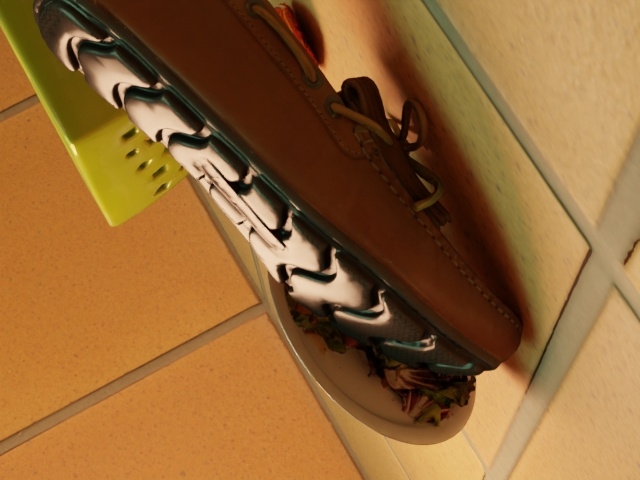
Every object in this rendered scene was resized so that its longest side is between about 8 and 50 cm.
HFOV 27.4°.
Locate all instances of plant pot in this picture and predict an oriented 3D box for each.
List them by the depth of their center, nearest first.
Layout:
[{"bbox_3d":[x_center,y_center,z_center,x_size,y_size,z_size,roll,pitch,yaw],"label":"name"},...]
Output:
[{"bbox_3d":[-0.188,-0.183,1.323,0.227,0.207,0.228,59,172,17],"label":"plant pot"}]

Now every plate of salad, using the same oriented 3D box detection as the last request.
[{"bbox_3d":[0.046,0.052,0.944,0.200,0.048,0.199,30,-142,-27],"label":"plate of salad"}]

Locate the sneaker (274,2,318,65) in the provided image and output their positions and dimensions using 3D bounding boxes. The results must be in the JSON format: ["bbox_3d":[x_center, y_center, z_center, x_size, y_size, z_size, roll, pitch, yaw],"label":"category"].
[{"bbox_3d":[-0.045,-0.146,1.048,0.064,0.067,0.175,64,170,-7],"label":"sneaker"}]

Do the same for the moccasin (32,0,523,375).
[{"bbox_3d":[-0.005,-0.062,0.838,0.380,0.147,0.139,44,158,-7],"label":"moccasin"}]
